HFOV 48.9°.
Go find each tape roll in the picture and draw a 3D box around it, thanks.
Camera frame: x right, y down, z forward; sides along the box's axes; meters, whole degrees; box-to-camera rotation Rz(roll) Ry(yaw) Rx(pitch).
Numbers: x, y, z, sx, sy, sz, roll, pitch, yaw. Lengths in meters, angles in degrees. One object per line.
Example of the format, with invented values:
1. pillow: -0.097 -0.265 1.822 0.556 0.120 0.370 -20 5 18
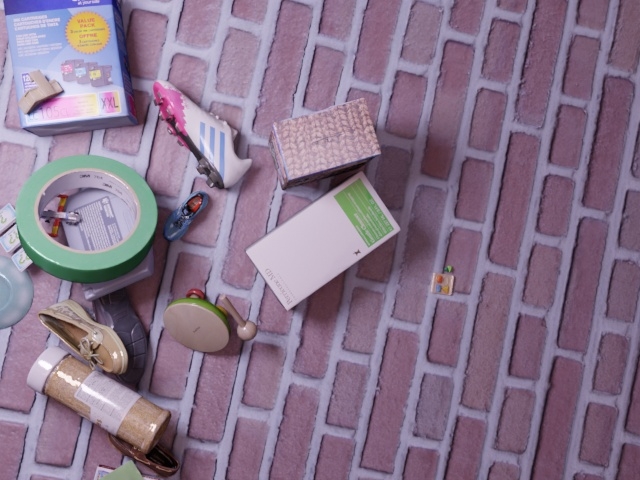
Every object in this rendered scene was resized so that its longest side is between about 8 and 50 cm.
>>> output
1. tape roll: -0.557 -0.056 1.689 0.321 0.077 0.321 8 58 -13

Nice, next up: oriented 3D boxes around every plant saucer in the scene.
1. plant saucer: -0.844 0.135 1.812 0.194 0.037 0.195 0 89 -6

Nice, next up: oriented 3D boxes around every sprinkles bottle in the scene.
1. sprinkles bottle: -0.556 0.399 1.773 0.355 0.121 0.121 28 86 4

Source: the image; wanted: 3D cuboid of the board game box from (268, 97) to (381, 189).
1. board game box: 0.000 -0.237 1.790 0.232 0.291 0.141 -17 91 -6

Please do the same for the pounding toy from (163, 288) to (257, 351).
1. pounding toy: -0.285 0.187 1.834 0.236 0.110 0.183 -12 126 27

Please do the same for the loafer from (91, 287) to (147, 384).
1. loafer: -0.532 0.223 1.834 0.109 0.095 0.303 -17 96 -37

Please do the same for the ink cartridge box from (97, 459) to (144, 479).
1. ink cartridge box: -0.551 0.702 1.813 0.235 0.056 0.171 -30 97 1

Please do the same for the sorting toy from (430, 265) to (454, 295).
1. sorting toy: 0.342 0.108 1.963 0.062 0.012 0.083 9 88 -6

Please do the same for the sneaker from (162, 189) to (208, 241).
1. sneaker: -0.361 -0.069 1.853 0.063 0.073 0.162 37 85 -5

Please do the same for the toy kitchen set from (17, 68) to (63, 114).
1. toy kitchen set: -0.686 -0.361 1.695 0.068 0.075 0.083 56 46 -7

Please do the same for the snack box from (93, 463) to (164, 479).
1. snack box: -0.506 0.643 1.850 0.178 0.022 0.064 16 90 -6

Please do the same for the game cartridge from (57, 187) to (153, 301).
1. game cartridge: -0.538 -0.010 1.786 0.198 0.062 0.297 -21 65 -9

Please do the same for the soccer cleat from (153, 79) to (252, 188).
1. soccer cleat: -0.309 -0.293 1.856 0.143 0.116 0.331 -36 96 -22

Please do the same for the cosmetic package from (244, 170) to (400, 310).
1. cosmetic package: 0.000 0.000 1.855 0.365 0.155 0.197 -37 96 -7

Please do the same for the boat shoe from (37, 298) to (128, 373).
1. boat shoe: -0.589 0.248 1.748 0.285 0.089 0.105 29 115 29

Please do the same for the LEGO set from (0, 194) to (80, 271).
1. LEGO set: -0.720 -0.067 1.783 0.244 0.060 0.182 -40 69 -2

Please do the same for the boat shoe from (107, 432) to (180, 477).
1. boat shoe: -0.455 0.539 1.826 0.207 0.073 0.073 34 53 -8

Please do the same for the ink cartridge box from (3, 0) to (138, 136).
1. ink cartridge box: -0.637 -0.483 1.793 0.269 0.151 0.396 -9 89 -7
